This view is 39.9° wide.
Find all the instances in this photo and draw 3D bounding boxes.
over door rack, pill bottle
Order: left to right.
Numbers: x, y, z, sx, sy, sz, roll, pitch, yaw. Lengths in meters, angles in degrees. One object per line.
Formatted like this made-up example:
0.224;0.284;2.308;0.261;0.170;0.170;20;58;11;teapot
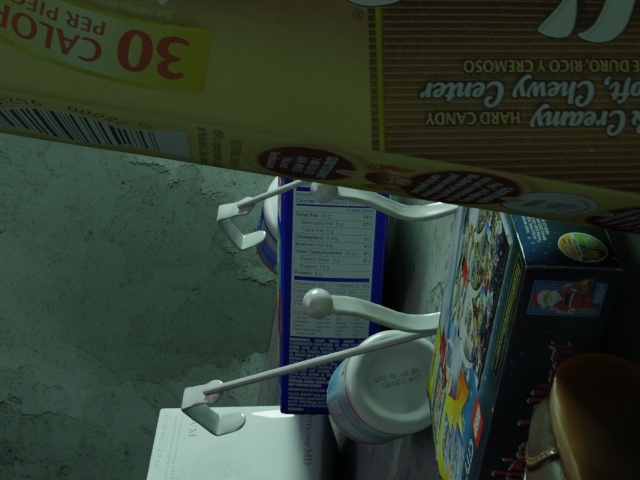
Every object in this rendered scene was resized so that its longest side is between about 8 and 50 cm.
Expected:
-0.023;-0.037;1.451;0.272;0.152;0.152;116;162;-70;pill bottle
0.000;0.000;0.734;0.324;0.108;0.239;-29;39;33;over door rack
0.053;0.136;0.785;0.160;0.087;0.087;117;162;-71;pill bottle

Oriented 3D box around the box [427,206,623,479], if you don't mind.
0.102;0.061;0.501;0.159;0.044;0.233;-90;3;-55;box

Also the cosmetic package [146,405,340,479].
-0.097;0.337;1.111;0.138;0.225;0.224;78;-168;-49;cosmetic package

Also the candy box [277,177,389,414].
0.007;0.008;1.066;0.268;0.122;0.317;-96;9;-68;candy box

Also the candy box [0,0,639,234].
0.024;-0.115;0.353;0.087;0.317;0.182;147;131;-81;candy box

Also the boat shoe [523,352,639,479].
0.113;0.138;0.325;0.207;0.073;0.073;-77;-1;-53;boat shoe
